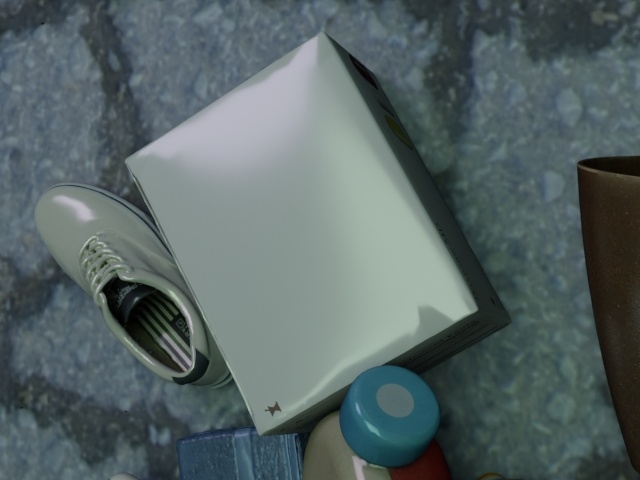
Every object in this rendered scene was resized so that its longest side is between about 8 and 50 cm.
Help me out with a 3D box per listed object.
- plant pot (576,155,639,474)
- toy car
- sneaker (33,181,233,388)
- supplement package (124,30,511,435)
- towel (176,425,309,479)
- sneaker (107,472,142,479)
[{"bbox_3d":[0.291,0.061,0.950,0.215,0.215,0.230,6,100,19],"label":"plant pot"},{"bbox_3d":[0.117,0.226,1.012,0.238,0.219,0.210,-1,51,-21],"label":"toy car"},{"bbox_3d":[-0.172,0.032,1.156,0.258,0.091,0.094,39,97,19],"label":"sneaker"},{"bbox_3d":[0.000,0.000,1.073,0.204,0.145,0.262,-31,75,13],"label":"supplement package"},{"bbox_3d":[-0.066,0.197,1.134,0.119,0.029,0.067,-8,81,17],"label":"towel"},{"bbox_3d":[-0.088,0.272,1.108,0.237,0.085,0.086,36,77,17],"label":"sneaker"}]
